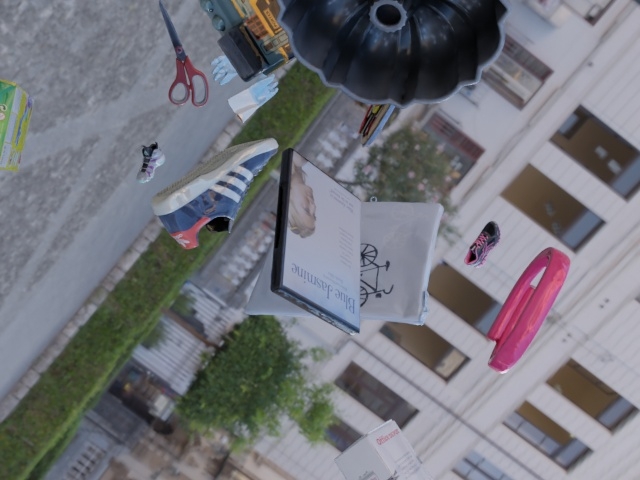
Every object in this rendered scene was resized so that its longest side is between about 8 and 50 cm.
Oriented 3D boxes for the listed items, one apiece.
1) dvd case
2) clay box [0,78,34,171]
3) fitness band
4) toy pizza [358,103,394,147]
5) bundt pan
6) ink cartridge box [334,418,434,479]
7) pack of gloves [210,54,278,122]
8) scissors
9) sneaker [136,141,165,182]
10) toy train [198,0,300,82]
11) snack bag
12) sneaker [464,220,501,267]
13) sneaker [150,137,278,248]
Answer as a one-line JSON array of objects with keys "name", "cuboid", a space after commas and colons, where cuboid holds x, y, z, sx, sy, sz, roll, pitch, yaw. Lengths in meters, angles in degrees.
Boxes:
[{"name": "dvd case", "cuboid": [0.000, 0.000, 1.072, 0.022, 0.180, 0.252, -23, -131, 34]}, {"name": "clay box", "cuboid": [-0.494, -0.175, 1.091, 0.222, 0.053, 0.127, -166, -91, -73]}, {"name": "fitness band", "cuboid": [0.434, 0.147, 1.481, 0.290, 0.054, 0.209, -59, 177, -10]}, {"name": "toy pizza", "cuboid": [0.117, -0.260, 1.258, 0.201, 0.032, 0.201, -61, -175, 9]}, {"name": "bundt pan", "cuboid": [0.106, -0.355, 1.001, 0.331, 0.331, 0.124, -50, -161, 51]}, {"name": "ink cartridge box", "cuboid": [0.187, 0.602, 1.712, 0.117, 0.283, 0.207, -41, 162, 17]}, {"name": "pack of gloves", "cuboid": [-0.215, -0.493, 2.095, 0.046, 0.195, 0.232, -15, -153, 42]}, {"name": "scissors", "cuboid": [-0.353, -0.482, 1.820, 0.021, 0.109, 0.297, -114, -160, -52]}, {"name": "sneaker", "cuboid": [-0.384, -0.179, 1.545, 0.069, 0.038, 0.098, 80, 26, -46]}, {"name": "toy train", "cuboid": [-0.129, -0.441, 1.222, 0.190, 0.333, 0.142, -40, -163, -26]}, {"name": "snack bag", "cuboid": [0.057, 0.030, 1.342, 0.323, 0.343, 0.037, -71, 155, -44]}, {"name": "sneaker", "cuboid": [0.357, 0.010, 1.557, 0.057, 0.047, 0.119, -1, 123, -43]}, {"name": "sneaker", "cuboid": [-0.208, -0.104, 1.541, 0.131, 0.148, 0.350, -2, -150, 49]}]
